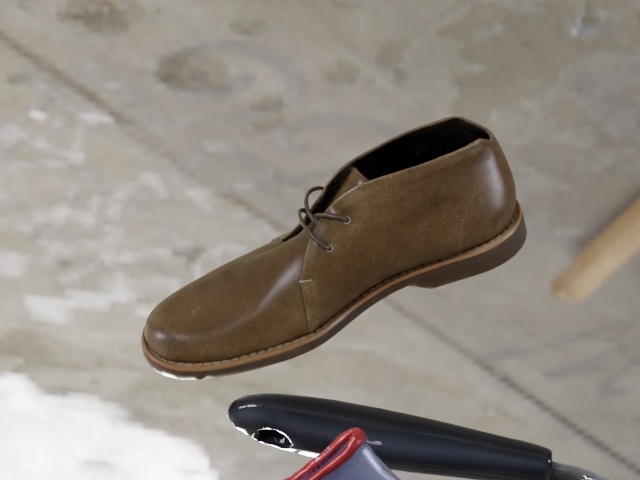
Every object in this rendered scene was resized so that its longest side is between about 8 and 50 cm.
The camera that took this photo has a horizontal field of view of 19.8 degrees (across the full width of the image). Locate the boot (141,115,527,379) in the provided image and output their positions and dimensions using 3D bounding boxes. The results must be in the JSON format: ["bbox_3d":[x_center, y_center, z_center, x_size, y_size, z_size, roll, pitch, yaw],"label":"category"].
[{"bbox_3d":[0.000,0.000,1.349,0.305,0.112,0.115,-24,133,-8],"label":"boot"}]

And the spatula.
[{"bbox_3d":[0.107,0.102,0.710,0.296,0.030,0.084,17,150,-5],"label":"spatula"}]

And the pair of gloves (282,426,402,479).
[{"bbox_3d":[0.013,0.153,0.650,0.198,0.023,0.159,-43,111,10],"label":"pair of gloves"}]
